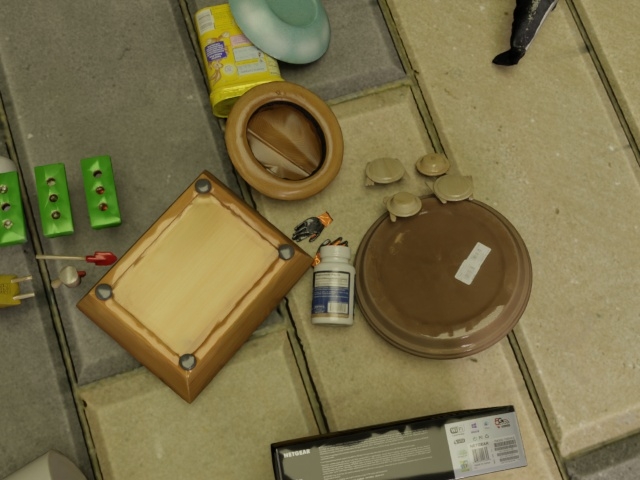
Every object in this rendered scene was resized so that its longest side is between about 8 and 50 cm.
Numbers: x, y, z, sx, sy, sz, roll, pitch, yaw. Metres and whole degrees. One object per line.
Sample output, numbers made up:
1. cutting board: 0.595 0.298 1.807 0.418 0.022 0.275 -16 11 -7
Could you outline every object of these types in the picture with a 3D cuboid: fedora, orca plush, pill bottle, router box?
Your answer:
1. fedora: -0.060 -0.154 1.222 0.194 0.079 0.194 1 87 -12
2. orca plush: 0.363 -0.439 1.321 0.102 0.151 0.287 30 97 11
3. pill bottle: 0.021 0.071 1.185 0.067 0.067 0.120 4 78 -5
4. router box: 0.090 0.292 1.049 0.308 0.243 0.081 -8 77 -8

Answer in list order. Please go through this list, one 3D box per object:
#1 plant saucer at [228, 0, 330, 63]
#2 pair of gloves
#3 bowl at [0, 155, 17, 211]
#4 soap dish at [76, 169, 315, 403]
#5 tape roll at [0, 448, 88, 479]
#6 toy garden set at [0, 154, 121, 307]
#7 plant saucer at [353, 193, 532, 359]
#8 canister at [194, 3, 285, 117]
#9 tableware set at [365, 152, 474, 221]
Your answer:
1. plant saucer: -0.057 -0.385 1.265 0.195 0.037 0.195 14 62 -27
2. pair of gloves: 0.000 0.000 1.232 0.074 0.010 0.083 -32 80 -12
3. bowl: -0.543 -0.070 1.176 0.142 0.053 0.142 0 77 -7
4. soap dish: -0.183 0.058 1.145 0.229 0.118 0.291 40 75 5
5. tape roll: -0.358 0.414 0.974 0.169 0.246 0.246 -30 81 -12
6. toy garden set: -0.413 -0.003 1.124 0.244 0.049 0.204 -11 76 -9
7. plant saucer: 0.185 0.044 1.183 0.277 0.041 0.278 -4 64 8
8. canister: -0.133 -0.300 1.262 0.126 0.073 0.170 -12 76 -10
9. tableware set: 0.157 -0.095 1.233 0.168 0.020 0.141 -12 44 -6
